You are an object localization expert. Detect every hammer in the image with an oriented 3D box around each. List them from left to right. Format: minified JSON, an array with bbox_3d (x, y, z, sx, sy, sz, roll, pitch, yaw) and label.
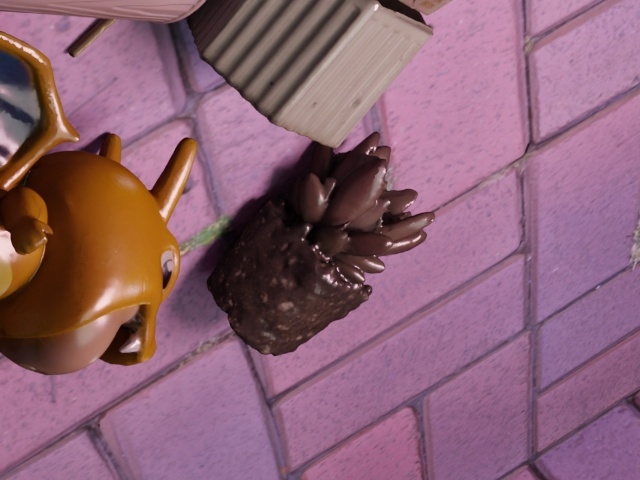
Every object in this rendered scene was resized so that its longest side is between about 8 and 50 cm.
[{"bbox_3d":[-0.213,-0.274,1.959,0.195,0.028,0.060,-42,143,6],"label":"hammer"}]

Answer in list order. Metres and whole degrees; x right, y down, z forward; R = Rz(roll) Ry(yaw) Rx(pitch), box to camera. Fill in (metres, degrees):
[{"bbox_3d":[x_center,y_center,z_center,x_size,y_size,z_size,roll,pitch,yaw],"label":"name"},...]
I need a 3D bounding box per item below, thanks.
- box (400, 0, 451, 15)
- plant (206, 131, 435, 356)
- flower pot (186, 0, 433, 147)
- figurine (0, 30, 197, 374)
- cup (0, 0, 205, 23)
[{"bbox_3d":[0.010,-0.385,1.879,0.051,0.204,0.365,-30,153,25],"label":"box"},{"bbox_3d":[0.000,0.000,2.389,0.321,0.194,0.181,-42,161,11],"label":"plant"},{"bbox_3d":[-0.014,-0.248,2.020,0.209,0.239,0.189,32,110,-26],"label":"flower pot"},{"bbox_3d":[-0.328,-0.021,1.934,0.387,0.268,0.401,4,123,-45],"label":"figurine"},{"bbox_3d":[-0.223,-0.319,1.675,0.273,0.288,0.208,-3,94,-41],"label":"cup"}]
